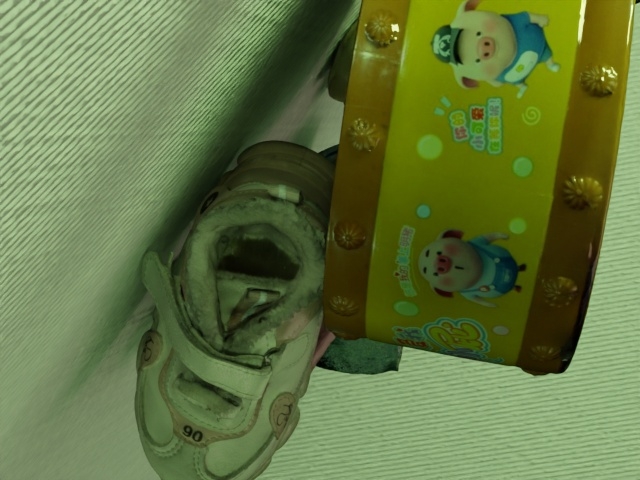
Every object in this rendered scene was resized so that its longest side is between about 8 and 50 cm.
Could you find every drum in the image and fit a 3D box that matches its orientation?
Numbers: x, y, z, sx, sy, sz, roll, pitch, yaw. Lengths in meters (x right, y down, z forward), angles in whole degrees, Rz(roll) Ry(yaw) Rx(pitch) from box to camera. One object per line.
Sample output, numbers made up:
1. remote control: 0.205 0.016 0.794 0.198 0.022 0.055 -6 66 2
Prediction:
1. drum: 0.140 -0.104 1.330 0.431 0.214 0.431 8 90 -84

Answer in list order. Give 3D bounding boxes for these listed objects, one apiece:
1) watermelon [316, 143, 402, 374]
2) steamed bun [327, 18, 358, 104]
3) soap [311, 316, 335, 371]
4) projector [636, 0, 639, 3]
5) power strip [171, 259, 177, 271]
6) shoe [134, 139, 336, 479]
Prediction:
1. watermelon: -0.006 0.002 1.745 0.175 0.322 0.188 -16 123 -17
2. steamed bun: 0.085 -0.196 1.629 0.192 0.106 0.177 -50 172 -28
3. soap: -0.067 0.083 1.609 0.099 0.162 0.250 27 97 -47
4. projector: 0.375 -0.465 1.549 0.405 0.242 0.395 -37 167 -37
5. power strip: -0.142 0.030 1.524 0.027 0.017 0.083 -60 174 32
6. shoe: -0.088 0.082 1.394 0.198 0.171 0.351 -56 163 -80
